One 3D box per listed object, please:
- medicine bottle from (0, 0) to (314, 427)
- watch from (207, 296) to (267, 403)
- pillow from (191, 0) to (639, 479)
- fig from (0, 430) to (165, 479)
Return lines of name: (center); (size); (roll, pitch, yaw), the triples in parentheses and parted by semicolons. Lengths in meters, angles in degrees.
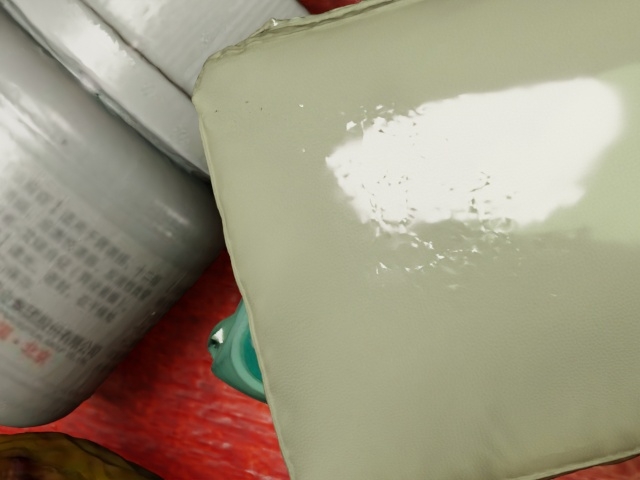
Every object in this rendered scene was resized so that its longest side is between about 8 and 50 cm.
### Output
medicine bottle: (-0.156, -0.067, 1.014); (0.245, 0.245, 0.306); (43, 93, 13)
watch: (0.000, 0.000, 0.993); (0.068, 0.195, 0.237); (24, 110, -5)
pillow: (0.109, -0.013, 0.775); (0.322, 0.120, 0.255); (-15, 89, 19)
fig: (-0.086, 0.255, 1.027); (0.369, 0.286, 0.286); (2, 92, -18)
